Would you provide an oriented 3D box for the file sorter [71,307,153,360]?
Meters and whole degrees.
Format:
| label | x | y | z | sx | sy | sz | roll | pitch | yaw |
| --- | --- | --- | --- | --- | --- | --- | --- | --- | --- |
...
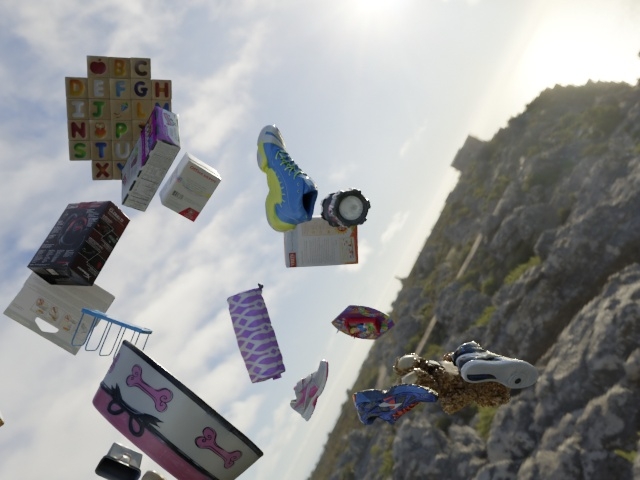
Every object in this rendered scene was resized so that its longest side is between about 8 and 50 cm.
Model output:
| label | x | y | z | sx | sy | sz | roll | pitch | yaw |
| --- | --- | --- | --- | --- | --- | --- | --- | --- | --- |
| file sorter | -0.558 | 0.259 | 1.689 | 0.118 | 0.170 | 0.105 | 103 | -173 | -80 |

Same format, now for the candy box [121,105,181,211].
| label | x | y | z | sx | sy | sz | roll | pitch | yaw |
| --- | --- | --- | --- | --- | --- | --- | --- | --- | --- |
| candy box | -0.452 | -0.214 | 1.678 | 0.233 | 0.071 | 0.159 | -51 | 36 | 30 |

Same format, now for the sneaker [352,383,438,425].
| label | x | y | z | sx | sy | sz | roll | pitch | yaw |
| --- | --- | --- | --- | --- | --- | --- | --- | --- | --- |
| sneaker | 0.185 | 0.400 | 1.532 | 0.083 | 0.221 | 0.087 | 23 | -125 | -52 |

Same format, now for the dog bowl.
| label | x | y | z | sx | sy | sz | roll | pitch | yaw |
| --- | --- | --- | --- | --- | --- | --- | --- | --- | --- |
| dog bowl | -0.328 | 0.405 | 1.403 | 0.150 | 0.408 | 0.408 | -51 | -11 | -19 |

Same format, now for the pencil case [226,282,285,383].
| label | x | y | z | sx | sy | sz | roll | pitch | yaw |
| --- | --- | --- | --- | --- | --- | --- | --- | --- | --- |
| pencil case | -0.138 | 0.201 | 1.353 | 0.088 | 0.086 | 0.206 | 44 | -151 | -78 |

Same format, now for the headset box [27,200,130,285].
| label | x | y | z | sx | sy | sz | roll | pitch | yaw |
| --- | --- | --- | --- | --- | --- | --- | --- | --- | --- |
| headset box | -0.766 | -0.004 | 2.033 | 0.110 | 0.218 | 0.293 | 54 | -134 | -42 |

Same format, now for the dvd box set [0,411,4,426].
| label | x | y | z | sx | sy | sz | roll | pitch | yaw |
| --- | --- | --- | --- | --- | --- | --- | --- | --- | --- |
| dvd box set | -1.098 | 0.345 | 1.860 | 0.062 | 0.307 | 0.421 | -33 | -48 | -21 |

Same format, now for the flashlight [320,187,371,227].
| label | x | y | z | sx | sy | sz | roll | pitch | yaw |
| --- | --- | --- | --- | --- | --- | --- | --- | --- | --- |
| flashlight | 0.055 | -0.092 | 1.704 | 0.103 | 0.103 | 0.304 | -46 | 10 | -2 |

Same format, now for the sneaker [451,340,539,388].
| label | x | y | z | sx | sy | sz | roll | pitch | yaw |
| --- | --- | --- | --- | --- | --- | --- | --- | --- | --- |
| sneaker | 0.440 | 0.306 | 1.610 | 0.121 | 0.216 | 0.079 | -115 | 38 | -62 |

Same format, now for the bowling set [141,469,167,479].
| label | x | y | z | sx | sy | sz | roll | pitch | yaw |
| --- | --- | --- | --- | --- | --- | --- | --- | --- | --- |
| bowling set | -0.515 | 0.807 | 1.755 | 0.287 | 0.154 | 0.200 | -48 | 7 | 22 |

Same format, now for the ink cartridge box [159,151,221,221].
| label | x | y | z | sx | sy | sz | roll | pitch | yaw |
| --- | --- | --- | --- | --- | --- | --- | --- | --- | --- |
| ink cartridge box | -0.435 | -0.180 | 2.103 | 0.176 | 0.128 | 0.127 | -54 | 26 | 8 |

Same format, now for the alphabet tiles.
| label | x | y | z | sx | sy | sz | roll | pitch | yaw |
| --- | --- | --- | --- | --- | --- | --- | --- | --- | --- |
| alphabet tiles | -0.561 | -0.340 | 1.779 | 0.011 | 0.285 | 0.343 | -146 | 56 | -62 |

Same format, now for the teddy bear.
| label | x | y | z | sx | sy | sz | roll | pitch | yaw |
| --- | --- | --- | --- | --- | --- | --- | --- | --- | --- |
| teddy bear | 0.374 | 0.412 | 1.825 | 0.245 | 0.337 | 0.113 | -135 | 50 | -64 |

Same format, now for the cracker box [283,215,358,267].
| label | x | y | z | sx | sy | sz | roll | pitch | yaw |
| --- | --- | --- | --- | --- | --- | --- | --- | --- | --- |
| cracker box | 0.000 | 0.000 | 1.986 | 0.067 | 0.232 | 0.156 | -139 | 47 | -80 |

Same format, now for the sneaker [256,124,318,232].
| label | x | y | z | sx | sy | sz | roll | pitch | yaw |
| --- | --- | --- | --- | --- | --- | --- | --- | --- | --- |
| sneaker | -0.062 | -0.141 | 1.374 | 0.091 | 0.126 | 0.240 | -8 | -90 | -59 |

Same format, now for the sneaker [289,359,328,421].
| label | x | y | z | sx | sy | sz | roll | pitch | yaw |
| --- | --- | --- | --- | --- | --- | --- | --- | --- | --- |
| sneaker | -0.045 | 0.578 | 2.482 | 0.103 | 0.111 | 0.252 | -10 | -55 | -85 |

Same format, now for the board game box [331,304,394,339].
| label | x | y | z | sx | sy | sz | roll | pitch | yaw |
| --- | --- | --- | --- | --- | --- | --- | --- | --- | --- |
| board game box | 0.105 | 0.223 | 1.597 | 0.169 | 0.133 | 0.033 | -50 | 20 | 52 |

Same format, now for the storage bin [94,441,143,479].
| label | x | y | z | sx | sy | sz | roll | pitch | yaw |
| --- | --- | --- | --- | --- | --- | --- | --- | --- | --- |
| storage bin | -0.631 | 0.704 | 2.011 | 0.098 | 0.135 | 0.091 | -57 | 13 | 19 |

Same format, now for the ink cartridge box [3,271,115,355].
| label | x | y | z | sx | sy | sz | roll | pitch | yaw |
| --- | --- | --- | --- | --- | --- | --- | --- | --- | --- |
| ink cartridge box | -0.878 | 0.219 | 2.135 | 0.060 | 0.275 | 0.239 | -19 | 38 | 60 |
